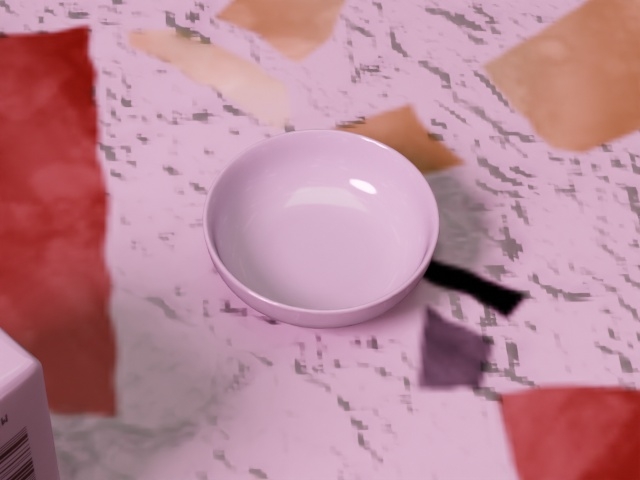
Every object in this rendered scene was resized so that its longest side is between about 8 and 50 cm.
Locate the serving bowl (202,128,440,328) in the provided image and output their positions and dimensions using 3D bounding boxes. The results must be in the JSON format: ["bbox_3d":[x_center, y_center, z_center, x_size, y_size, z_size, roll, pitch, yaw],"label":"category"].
[{"bbox_3d":[0.000,0.000,0.645,0.083,0.027,0.083,1,51,-2],"label":"serving bowl"}]

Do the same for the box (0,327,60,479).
[{"bbox_3d":[-0.142,0.068,0.538,0.087,0.101,0.102,38,59,25],"label":"box"}]
